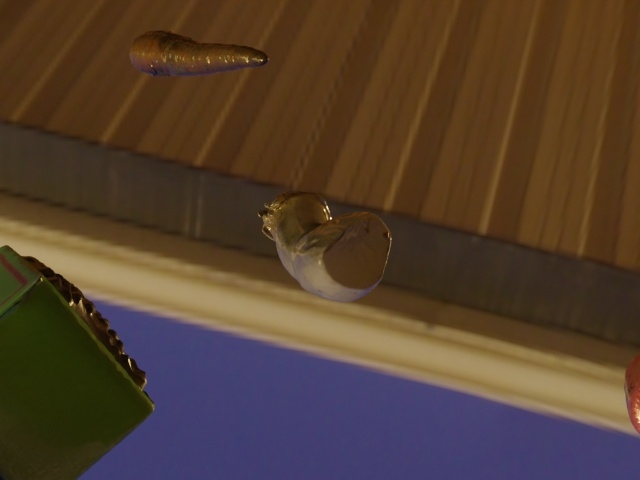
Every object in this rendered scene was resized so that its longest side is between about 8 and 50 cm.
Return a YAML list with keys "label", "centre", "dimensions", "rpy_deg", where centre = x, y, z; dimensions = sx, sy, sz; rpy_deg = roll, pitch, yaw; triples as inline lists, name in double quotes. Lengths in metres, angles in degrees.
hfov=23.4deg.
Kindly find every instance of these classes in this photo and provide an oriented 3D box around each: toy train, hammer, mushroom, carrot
- label: "toy train"
  centre: [-0.277, 0.127, 1.205]
  dimensions: [0.249, 0.173, 0.307]
  rpy_deg: [-42, -163, -10]
- label: "hammer"
  centre: [0.187, 0.084, 0.850]
  dimensions: [0.043, 0.043, 0.083]
  rpy_deg: [15, -169, 8]
- label: "mushroom"
  centre: [-0.001, 0.004, 1.540]
  dimensions: [0.081, 0.092, 0.223]
  rpy_deg: [5, -173, -19]
- label: "carrot"
  centre: [-0.118, -0.180, 1.509]
  dimensions: [0.049, 0.049, 0.254]
  rpy_deg: [-20, -162, -30]
